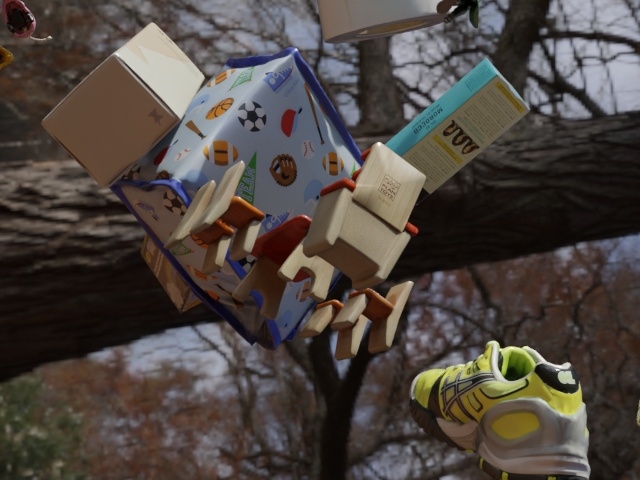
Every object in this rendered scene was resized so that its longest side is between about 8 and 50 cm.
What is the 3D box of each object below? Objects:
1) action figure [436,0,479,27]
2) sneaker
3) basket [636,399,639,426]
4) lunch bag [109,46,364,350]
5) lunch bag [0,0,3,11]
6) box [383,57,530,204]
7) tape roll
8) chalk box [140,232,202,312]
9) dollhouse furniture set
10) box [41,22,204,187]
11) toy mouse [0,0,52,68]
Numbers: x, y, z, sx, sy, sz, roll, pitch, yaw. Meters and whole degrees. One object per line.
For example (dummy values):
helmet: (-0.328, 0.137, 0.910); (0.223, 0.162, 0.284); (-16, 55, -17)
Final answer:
action figure: (0.184, -0.349, 1.373); (0.137, 0.064, 0.232); (65, 19, -6)
sneaker: (0.229, 0.199, 1.257); (0.385, 0.145, 0.147); (-170, -91, -71)
basket: (0.497, 0.208, 1.266); (0.167, 0.103, 0.113); (-2, -114, 43)
lunch bag: (-0.094, -0.057, 1.616); (0.239, 0.328, 0.385); (7, -39, 51)
lunch bag: (-0.614, -0.431, 1.621); (0.160, 0.223, 0.262); (45, -10, 31)
box: (0.212, -0.175, 1.633); (0.244, 0.100, 0.060); (-40, -144, 16)
tape roll: (0.136, -0.481, 2.050); (0.286, 0.286, 0.100); (-176, -105, -68)
chalk box: (-0.287, 0.018, 2.109); (0.213, 0.132, 0.132); (54, -31, 16)
dollhouse furniture set: (0.000, 0.000, 1.128); (0.259, 0.262, 0.135); (-25, -145, 56)
box: (-0.266, -0.199, 1.406); (0.121, 0.148, 0.311); (47, 11, -14)
toy mouse: (-0.459, -0.312, 1.417); (0.031, 0.161, 0.143); (-45, 130, -82)
